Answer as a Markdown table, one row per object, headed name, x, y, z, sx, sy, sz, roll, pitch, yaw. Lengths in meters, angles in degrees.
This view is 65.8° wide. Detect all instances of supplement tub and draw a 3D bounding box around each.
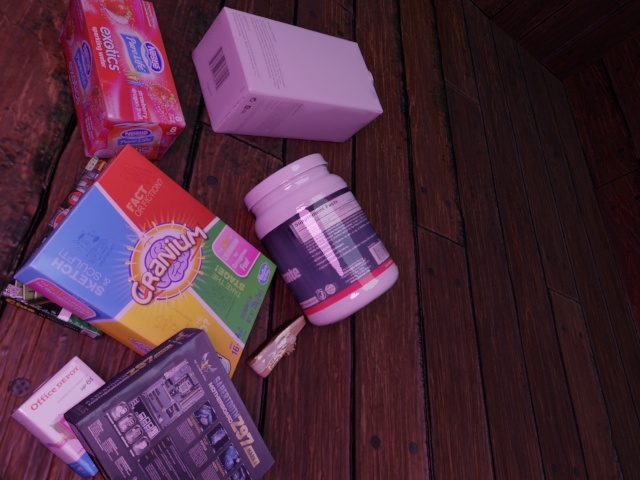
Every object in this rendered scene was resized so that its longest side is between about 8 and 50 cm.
| name | x | y | z | sx | sy | sz | roll | pitch | yaw |
| --- | --- | --- | --- | --- | --- | --- | --- | --- | --- |
| supplement tub | 0.000 | 0.000 | 0.909 | 0.191 | 0.191 | 0.272 | -30 | 88 | -45 |

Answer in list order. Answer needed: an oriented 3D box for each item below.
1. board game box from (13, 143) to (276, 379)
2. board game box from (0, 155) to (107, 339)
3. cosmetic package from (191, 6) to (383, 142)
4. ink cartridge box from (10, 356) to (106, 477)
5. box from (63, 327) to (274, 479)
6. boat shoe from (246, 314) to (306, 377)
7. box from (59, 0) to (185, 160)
| name | x | y | z | sx | sy | sz | roll | pitch | yaw |
| --- | --- | --- | --- | --- | --- | --- | --- | --- | --- |
| board game box | -0.232 | 0.046 | 0.745 | 0.316 | 0.064 | 0.242 | 42 | 46 | -27 |
| board game box | -0.336 | 0.003 | 0.738 | 0.136 | 0.030 | 0.259 | 33 | 50 | -26 |
| cosmetic package | -0.060 | -0.338 | 1.067 | 0.366 | 0.155 | 0.196 | -3 | 70 | -42 |
| ink cartridge box | -0.306 | 0.222 | 0.626 | 0.122 | 0.052 | 0.088 | 47 | 47 | -9 |
| box | -0.181 | 0.259 | 0.639 | 0.183 | 0.059 | 0.232 | -37 | 110 | -38 |
| boat shoe | -0.069 | 0.182 | 0.856 | 0.135 | 0.050 | 0.045 | -40 | 99 | -35 |
| box | -0.333 | -0.273 | 0.822 | 0.128 | 0.123 | 0.256 | -4 | 70 | -43 |
